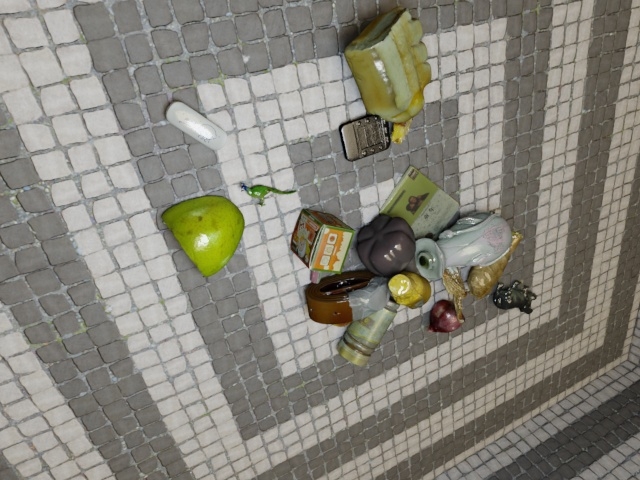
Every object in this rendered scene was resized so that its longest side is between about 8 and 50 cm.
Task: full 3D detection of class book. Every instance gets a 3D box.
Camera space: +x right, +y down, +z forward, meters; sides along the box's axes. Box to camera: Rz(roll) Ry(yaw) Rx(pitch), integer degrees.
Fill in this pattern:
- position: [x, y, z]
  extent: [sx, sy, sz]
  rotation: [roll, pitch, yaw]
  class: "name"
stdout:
- position: [0.436, -0.136, 1.795]
  extent: [0.352, 0.035, 0.239]
  rotation: [30, 98, -33]
  class: "book"

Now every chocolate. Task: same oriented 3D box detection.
- position: [0.352, 0.204, 1.703]
  extent: [0.162, 0.162, 0.445]
  rotation: [-56, 158, 5]
  class: "chocolate"

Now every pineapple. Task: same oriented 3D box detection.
- position: [0.305, -0.432, 1.550]
  extent: [0.069, 0.116, 0.137]
  rotation: [12, 82, 13]
  class: "pineapple"

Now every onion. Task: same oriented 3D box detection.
- position: [0.599, 0.387, 2.034]
  extent: [0.195, 0.159, 0.159]
  rotation: [-43, 123, 9]
  class: "onion"

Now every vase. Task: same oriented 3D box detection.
- position: [0.621, 0.023, 1.821]
  extent: [0.446, 0.250, 0.249]
  rotation: [-18, 118, -25]
  class: "vase"

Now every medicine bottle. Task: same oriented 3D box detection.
- position: [0.214, 0.381, 1.836]
  extent: [0.151, 0.151, 0.322]
  rotation: [25, 98, -32]
  class: "medicine bottle"

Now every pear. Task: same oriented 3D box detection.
- position: [-0.354, -0.020, 1.408]
  extent: [0.239, 0.139, 0.288]
  rotation: [-38, 124, -17]
  class: "pear"

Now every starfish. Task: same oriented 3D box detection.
- position: [0.640, 0.189, 1.965]
  extent: [0.301, 0.084, 0.293]
  rotation: [-37, 105, -52]
  class: "starfish"

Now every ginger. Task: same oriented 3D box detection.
- position: [0.876, 0.133, 2.052]
  extent: [0.376, 0.166, 0.236]
  rotation: [-34, 114, -4]
  class: "ginger"

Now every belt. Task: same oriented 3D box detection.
- position: [0.111, 0.223, 1.676]
  extent: [0.339, 0.217, 0.122]
  rotation: [-11, 115, -10]
  class: "belt"

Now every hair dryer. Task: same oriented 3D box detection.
- position: [0.033, 0.115, 1.699]
  extent: [0.154, 0.054, 0.106]
  rotation: [-6, 118, -28]
  class: "hair dryer"

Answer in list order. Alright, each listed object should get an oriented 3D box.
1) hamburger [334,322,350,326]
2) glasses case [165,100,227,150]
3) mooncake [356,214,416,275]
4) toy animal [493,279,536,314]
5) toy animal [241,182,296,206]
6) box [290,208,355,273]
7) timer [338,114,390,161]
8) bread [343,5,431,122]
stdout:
- position: [0.091, 0.314, 1.789]
  extent: [0.141, 0.081, 0.126]
  rotation: [36, 93, -34]
  class: "hamburger"
- position: [-0.383, -0.354, 1.291]
  extent: [0.197, 0.049, 0.076]
  rotation: [32, 95, -33]
  class: "glasses case"
- position: [0.259, 0.016, 1.652]
  extent: [0.245, 0.245, 0.133]
  rotation: [-46, 127, -2]
  class: "mooncake"
- position: [1.078, 0.312, 2.260]
  extent: [0.343, 0.106, 0.168]
  rotation: [15, 103, -34]
  class: "toy animal"
- position: [-0.186, -0.156, 1.480]
  extent: [0.217, 0.041, 0.074]
  rotation: [4, 108, -32]
  class: "toy animal"
- position: [0.000, 0.000, 1.543]
  extent: [0.148, 0.195, 0.177]
  rotation: [9, 108, -28]
  class: "box"
- position: [0.166, -0.387, 1.547]
  extent: [0.188, 0.055, 0.144]
  rotation: [-21, 117, -12]
  class: "timer"
- position: [0.228, -0.569, 1.408]
  extent: [0.300, 0.210, 0.341]
  rotation: [-55, 132, -23]
  class: "bread"
